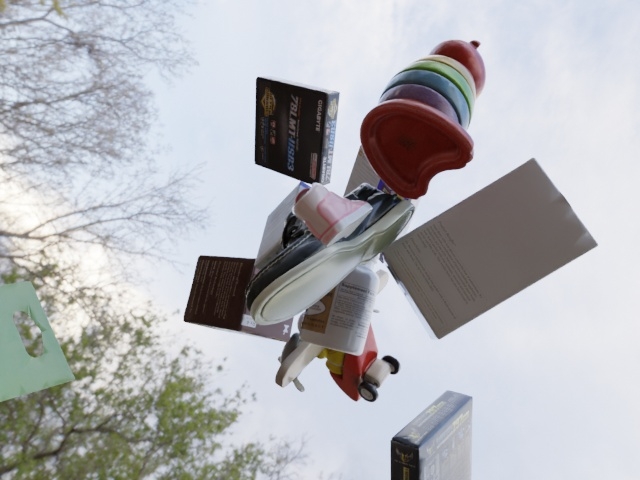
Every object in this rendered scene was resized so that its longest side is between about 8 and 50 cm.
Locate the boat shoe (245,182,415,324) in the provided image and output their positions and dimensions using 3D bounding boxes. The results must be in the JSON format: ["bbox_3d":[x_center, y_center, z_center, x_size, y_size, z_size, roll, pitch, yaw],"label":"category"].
[{"bbox_3d":[0.002,-0.003,0.769,0.113,0.340,0.127,42,-39,18],"label":"boat shoe"}]

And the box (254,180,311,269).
[{"bbox_3d":[-0.051,-0.015,1.000,0.072,0.137,0.126,29,-46,-21],"label":"box"}]

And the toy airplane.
[{"bbox_3d":[0.040,0.223,1.442,0.273,0.386,0.384,6,-103,39],"label":"toy airplane"}]

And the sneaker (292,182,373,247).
[{"bbox_3d":[0.013,-0.037,0.615,0.070,0.134,0.051,43,-68,8],"label":"sneaker"}]

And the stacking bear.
[{"bbox_3d":[0.196,-0.238,0.914,0.164,0.289,0.175,40,-36,-8],"label":"stacking bear"}]

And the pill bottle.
[{"bbox_3d":[0.047,0.103,1.076,0.131,0.131,0.229,9,-102,28],"label":"pill bottle"}]

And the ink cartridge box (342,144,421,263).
[{"bbox_3d":[0.133,-0.088,1.271,0.206,0.045,0.208,49,-47,37],"label":"ink cartridge box"}]

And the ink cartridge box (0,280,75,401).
[{"bbox_3d":[-0.430,0.121,0.650,0.056,0.235,0.171,-43,-109,32],"label":"ink cartridge box"}]

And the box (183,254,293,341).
[{"bbox_3d":[-0.184,0.136,1.278,0.203,0.169,0.166,1,-107,39],"label":"box"}]

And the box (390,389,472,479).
[{"bbox_3d":[0.207,0.401,0.977,0.059,0.233,0.183,6,-77,36],"label":"box"}]

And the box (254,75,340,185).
[{"bbox_3d":[-0.085,-0.350,1.713,0.293,0.073,0.295,25,-58,34],"label":"box"}]

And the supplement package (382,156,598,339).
[{"bbox_3d":[0.277,0.025,0.934,0.293,0.175,0.177,-31,-104,2],"label":"supplement package"}]
